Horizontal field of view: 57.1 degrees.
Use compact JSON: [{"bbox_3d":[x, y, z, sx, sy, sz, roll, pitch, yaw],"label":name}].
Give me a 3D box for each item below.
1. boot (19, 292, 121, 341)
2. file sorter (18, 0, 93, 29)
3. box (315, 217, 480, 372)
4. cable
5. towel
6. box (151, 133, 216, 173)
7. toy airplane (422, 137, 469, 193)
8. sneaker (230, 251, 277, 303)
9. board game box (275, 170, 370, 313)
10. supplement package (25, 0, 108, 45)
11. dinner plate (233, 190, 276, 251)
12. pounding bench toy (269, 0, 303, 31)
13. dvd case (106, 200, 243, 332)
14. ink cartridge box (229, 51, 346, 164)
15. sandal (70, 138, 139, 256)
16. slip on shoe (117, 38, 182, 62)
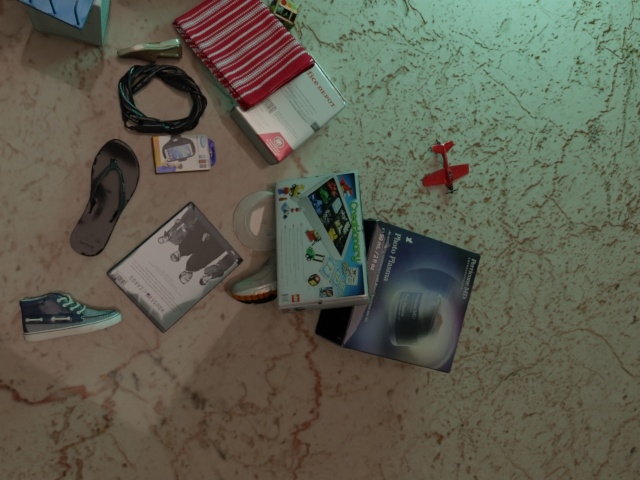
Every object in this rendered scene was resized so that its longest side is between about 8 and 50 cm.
[{"bbox_3d":[-0.511,0.146,1.203,0.190,0.069,0.086,-10,97,-18],"label":"boot"},{"bbox_3d":[-0.447,-0.440,0.936,0.170,0.104,0.118,22,87,-20],"label":"file sorter"},{"bbox_3d":[0.185,0.128,1.401,0.294,0.182,0.296,17,86,-21],"label":"box"},{"bbox_3d":[-0.340,-0.307,1.275,0.184,0.047,0.151,-5,88,-17],"label":"cable"},{"bbox_3d":[-0.166,-0.431,1.285,0.199,0.031,0.275,-38,81,-15],"label":"towel"},{"bbox_3d":[-0.298,-0.192,1.297,0.136,0.028,0.081,-7,93,-18],"label":"box"},{"bbox_3d":[0.327,-0.194,1.524,0.151,0.028,0.151,0,91,-22],"label":"toy airplane"},{"bbox_3d":[-0.088,0.061,1.357,0.262,0.099,0.121,-18,74,-14],"label":"sneaker"},{"bbox_3d":[0.000,0.000,1.289,0.193,0.053,0.305,-7,65,9],"label":"board game box"},{"bbox_3d":[-0.472,-0.481,1.111,0.139,0.244,0.134,8,89,-21],"label":"supplement package"},{"bbox_3d":[-0.132,-0.045,1.367,0.141,0.017,0.141,-1,93,-20],"label":"dinner plate"},{"bbox_3d":[-0.090,-0.512,1.351,0.065,0.052,0.083,22,84,-19],"label":"pounding bench toy"},{"bbox_3d":[-0.316,0.058,1.295,0.238,0.029,0.179,-43,105,-14],"label":"dvd case"},{"bbox_3d":[-0.073,-0.301,1.342,0.218,0.092,0.158,-42,103,-13],"label":"ink cartridge box"},{"bbox_3d":[-0.445,-0.087,1.230,0.097,0.054,0.255,17,86,-20],"label":"sandal"},{"bbox_3d":[-0.363,-0.401,1.260,0.135,0.051,0.041,-19,109,-25],"label":"slip on shoe"}]
